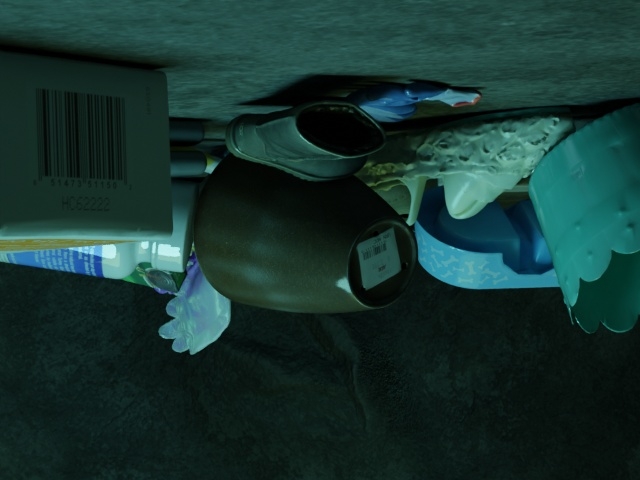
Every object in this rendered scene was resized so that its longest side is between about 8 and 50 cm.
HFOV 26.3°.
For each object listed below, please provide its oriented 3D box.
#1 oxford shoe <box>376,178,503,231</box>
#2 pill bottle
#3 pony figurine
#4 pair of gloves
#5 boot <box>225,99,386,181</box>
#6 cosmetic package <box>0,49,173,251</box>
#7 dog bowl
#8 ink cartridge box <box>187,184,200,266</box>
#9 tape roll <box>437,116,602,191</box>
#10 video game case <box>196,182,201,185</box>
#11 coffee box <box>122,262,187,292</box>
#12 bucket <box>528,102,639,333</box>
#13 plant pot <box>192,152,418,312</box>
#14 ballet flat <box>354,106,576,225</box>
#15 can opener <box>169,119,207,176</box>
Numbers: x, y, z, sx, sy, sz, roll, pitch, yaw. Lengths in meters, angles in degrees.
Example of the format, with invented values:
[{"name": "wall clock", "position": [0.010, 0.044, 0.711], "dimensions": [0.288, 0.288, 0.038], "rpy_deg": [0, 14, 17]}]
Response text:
[{"name": "oxford shoe", "position": [0.167, -0.072, 2.136], "dimensions": [0.348, 0.130, 0.123], "rpy_deg": [-1, 177, -38]}, {"name": "pill bottle", "position": [-0.290, -0.035, 1.654], "dimensions": [0.272, 0.152, 0.152], "rpy_deg": [9, 178, 0]}, {"name": "pony figurine", "position": [-0.174, -0.017, 1.955], "dimensions": [0.363, 0.303, 0.351], "rpy_deg": [18, 157, -36]}, {"name": "pair of gloves", "position": [0.068, -0.148, 1.500], "dimensions": [0.159, 0.023, 0.198], "rpy_deg": [-1, 176, -35]}, {"name": "boot", "position": [0.012, -0.109, 1.457], "dimensions": [0.190, 0.076, 0.208], "rpy_deg": [2, 174, -29]}, {"name": "cosmetic package", "position": [-0.379, -0.065, 1.306], "dimensions": [0.453, 0.161, 0.230], "rpy_deg": [-4, 177, 40]}, {"name": "dog bowl", "position": [0.266, -0.003, 1.868], "dimensions": [0.297, 0.074, 0.166], "rpy_deg": [-2, -145, -14]}, {"name": "ink cartridge box", "position": [-0.295, -0.016, 2.522], "dimensions": [0.270, 0.151, 0.395], "rpy_deg": [5, 174, -22]}, {"name": "tape roll", "position": [0.357, -0.119, 1.958], "dimensions": [0.392, 0.072, 0.392], "rpy_deg": [-2, 178, 0]}, {"name": "video game case", "position": [-0.206, -0.097, 2.526], "dimensions": [0.087, 0.011, 0.122], "rpy_deg": [-2, 177, -16]}, {"name": "coffee box", "position": [-0.272, 0.007, 1.794], "dimensions": [0.184, 0.040, 0.113], "rpy_deg": [14, 148, 17]}, {"name": "bucket", "position": [0.401, -0.031, 1.682], "dimensions": [0.281, 0.183, 0.281], "rpy_deg": [-15, 152, -8]}, {"name": "plant pot", "position": [0.000, 0.000, 1.622], "dimensions": [0.215, 0.215, 0.230], "rpy_deg": [-1, -167, -38]}, {"name": "ballet flat", "position": [0.138, -0.086, 1.772], "dimensions": [0.409, 0.147, 0.147], "rpy_deg": [-5, 177, 25]}, {"name": "can opener", "position": [-0.244, -0.105, 1.537], "dimensions": [0.280, 0.074, 0.093], "rpy_deg": [-1, 176, -42]}]
